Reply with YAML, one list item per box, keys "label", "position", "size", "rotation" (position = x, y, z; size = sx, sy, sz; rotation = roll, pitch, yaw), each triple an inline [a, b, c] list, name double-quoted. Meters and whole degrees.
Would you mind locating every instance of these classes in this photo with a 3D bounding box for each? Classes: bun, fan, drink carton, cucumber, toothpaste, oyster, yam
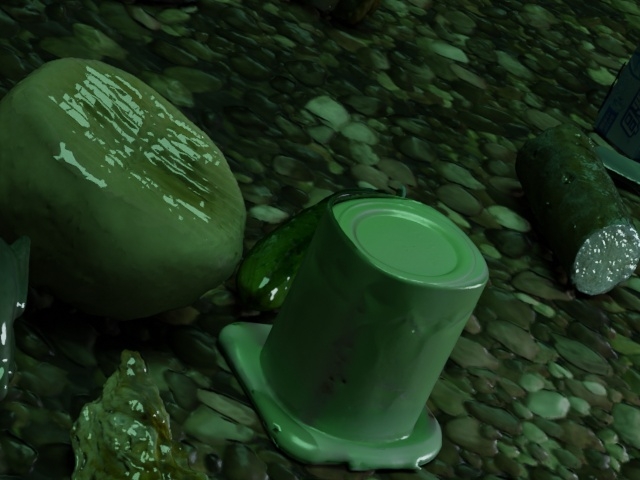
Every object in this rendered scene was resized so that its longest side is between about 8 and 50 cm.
- label: "bun"
  position: [-0.146, -0.022, 1.283]
  size: [0.193, 0.128, 0.178]
  rotation: [38, 28, -1]
- label: "fan"
  position: [0.386, -0.024, 1.824]
  size: [0.282, 0.023, 0.057]
  rotation: [26, 19, 1]
- label: "drink carton"
  position: [0.036, 0.054, 1.279]
  size: [0.144, 0.142, 0.146]
  rotation: [6, 32, -34]
- label: "cucumber"
  position: [0.000, 0.000, 1.438]
  size: [0.056, 0.056, 0.250]
  rotation: [34, 31, 16]
- label: "toothpaste"
  position: [0.359, -0.203, 1.842]
  size: [0.053, 0.272, 0.066]
  rotation: [0, 38, -43]
- label: "oyster"
  position: [-0.098, 0.143, 1.135]
  size: [0.121, 0.045, 0.146]
  rotation: [38, 28, -6]
- label: "yam"
  position: [0.223, -0.029, 1.642]
  size: [0.078, 0.078, 0.179]
  rotation: [14, 29, -20]

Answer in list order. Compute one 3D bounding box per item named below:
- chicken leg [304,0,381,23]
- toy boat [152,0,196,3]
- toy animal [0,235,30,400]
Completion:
- label: "chicken leg"
  position: [0.040, -0.349, 2.000]
  size: [0.201, 0.152, 0.429]
  rotation: [12, 36, 1]
- label: "toy boat"
  position: [-0.202, -0.294, 1.743]
  size: [0.227, 0.085, 0.155]
  rotation: [10, 32, -27]
- label: "toy animal"
  position: [-0.282, 0.027, 1.100]
  size: [0.236, 0.108, 0.138]
  rotation: [14, 30, -19]
